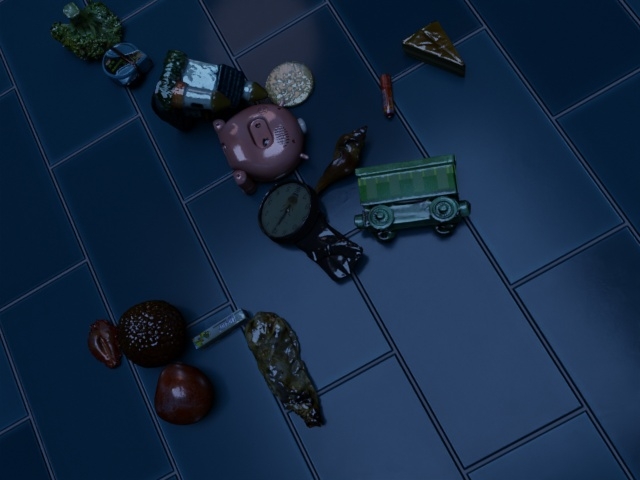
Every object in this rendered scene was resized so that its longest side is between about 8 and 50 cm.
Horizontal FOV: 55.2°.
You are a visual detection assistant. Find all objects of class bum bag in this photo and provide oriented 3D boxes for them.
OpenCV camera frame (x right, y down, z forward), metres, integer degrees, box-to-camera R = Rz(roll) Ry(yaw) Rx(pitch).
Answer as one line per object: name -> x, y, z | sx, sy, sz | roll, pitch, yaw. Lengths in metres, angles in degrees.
bum bag -> 0.000, 0.000, 1.645 | 0.248, 0.060, 0.123 | 41, 97, 32

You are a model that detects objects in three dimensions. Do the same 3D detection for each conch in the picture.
conch -> 0.061, -0.213, 1.681 | 0.080, 0.086, 0.232 | 26, 88, -3

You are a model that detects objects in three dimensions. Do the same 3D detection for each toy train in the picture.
toy train -> 0.234, -0.110, 1.604 | 0.301, 0.120, 0.202 | -8, 73, 10

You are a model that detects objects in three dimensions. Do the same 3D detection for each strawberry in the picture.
strawberry -> -0.610, 0.290, 1.724 | 0.104, 0.048, 0.152 | -36, 70, 6

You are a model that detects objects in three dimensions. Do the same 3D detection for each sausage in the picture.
sausage -> 0.189, -0.402, 1.720 | 0.034, 0.034, 0.129 | -8, 76, 10

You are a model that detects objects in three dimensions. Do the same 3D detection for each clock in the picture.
clock -> -0.091, -0.081, 1.668 | 0.185, 0.040, 0.184 | -14, 62, 28
clock -> -0.155, -0.279, 1.711 | 0.241, 0.142, 0.227 | -23, 74, 2

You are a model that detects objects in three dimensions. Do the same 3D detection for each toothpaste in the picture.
toothpaste -> -0.270, 0.244, 1.665 | 0.164, 0.046, 0.034 | -33, 70, 3

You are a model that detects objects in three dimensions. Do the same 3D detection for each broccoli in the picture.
broccoli -> -0.732, -0.667, 1.886 | 0.220, 0.194, 0.194 | -13, 75, 3

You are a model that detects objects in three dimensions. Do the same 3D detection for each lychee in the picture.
lychee -> -0.449, 0.250, 1.634 | 0.195, 0.194, 0.194 | -2, 77, 11

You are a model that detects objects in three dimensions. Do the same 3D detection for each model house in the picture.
model house -> -0.295, -0.407, 1.725 | 0.292, 0.253, 0.184 | 6, 82, 2

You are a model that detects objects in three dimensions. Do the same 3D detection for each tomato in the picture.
tomato -> -0.360, 0.403, 1.595 | 0.168, 0.167, 0.167 | -2, 77, 11

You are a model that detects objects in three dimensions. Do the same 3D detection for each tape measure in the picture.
tape measure -> -0.604, -0.543, 1.889 | 0.146, 0.081, 0.125 | 38, 84, 17

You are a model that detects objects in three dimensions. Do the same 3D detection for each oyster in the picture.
oyster -> -0.091, 0.335, 1.600 | 0.129, 0.078, 0.344 | -30, 71, -5

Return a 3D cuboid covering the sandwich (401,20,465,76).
sandwich -> 0.314, -0.505, 1.696 | 0.114, 0.079, 0.163 | -29, 75, 6

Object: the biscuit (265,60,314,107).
biscuit -> -0.090, -0.459, 1.796 | 0.152, 0.020, 0.151 | -3, 77, 12
